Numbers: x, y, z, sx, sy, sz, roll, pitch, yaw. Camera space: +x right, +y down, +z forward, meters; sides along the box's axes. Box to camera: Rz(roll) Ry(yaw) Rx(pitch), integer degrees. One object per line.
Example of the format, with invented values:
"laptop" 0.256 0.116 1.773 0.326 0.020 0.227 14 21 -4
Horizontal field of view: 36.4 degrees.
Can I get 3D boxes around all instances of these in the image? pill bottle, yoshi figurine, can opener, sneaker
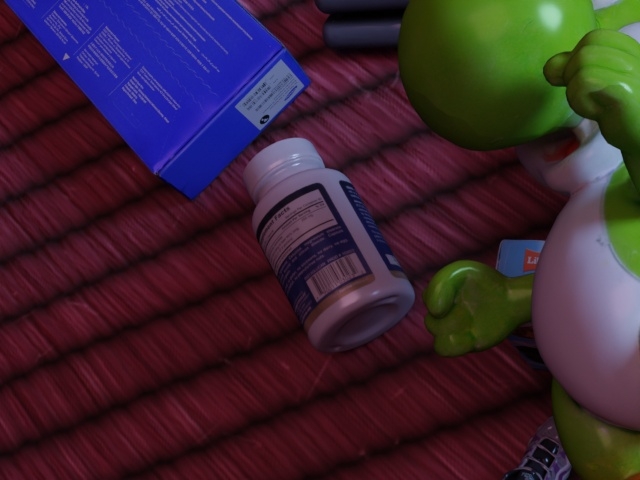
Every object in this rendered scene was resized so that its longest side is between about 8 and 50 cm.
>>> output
"pill bottle" 0.000 0.000 0.810 0.094 0.094 0.169 -32 64 8
"yoshi figurine" 0.126 -0.011 0.508 0.203 0.203 0.362 -16 65 22
"can opener" 0.135 -0.213 0.854 0.280 0.074 0.093 -1 38 18
"sneaker" 0.157 0.170 0.709 0.038 0.069 0.098 22 82 25

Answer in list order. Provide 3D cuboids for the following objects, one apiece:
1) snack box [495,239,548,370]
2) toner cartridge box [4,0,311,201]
"snack box" 0.287 0.058 0.632 0.321 0.187 0.060 3 74 22
"toner cartridge box" -0.181 -0.214 0.958 0.165 0.075 0.348 -43 64 1
